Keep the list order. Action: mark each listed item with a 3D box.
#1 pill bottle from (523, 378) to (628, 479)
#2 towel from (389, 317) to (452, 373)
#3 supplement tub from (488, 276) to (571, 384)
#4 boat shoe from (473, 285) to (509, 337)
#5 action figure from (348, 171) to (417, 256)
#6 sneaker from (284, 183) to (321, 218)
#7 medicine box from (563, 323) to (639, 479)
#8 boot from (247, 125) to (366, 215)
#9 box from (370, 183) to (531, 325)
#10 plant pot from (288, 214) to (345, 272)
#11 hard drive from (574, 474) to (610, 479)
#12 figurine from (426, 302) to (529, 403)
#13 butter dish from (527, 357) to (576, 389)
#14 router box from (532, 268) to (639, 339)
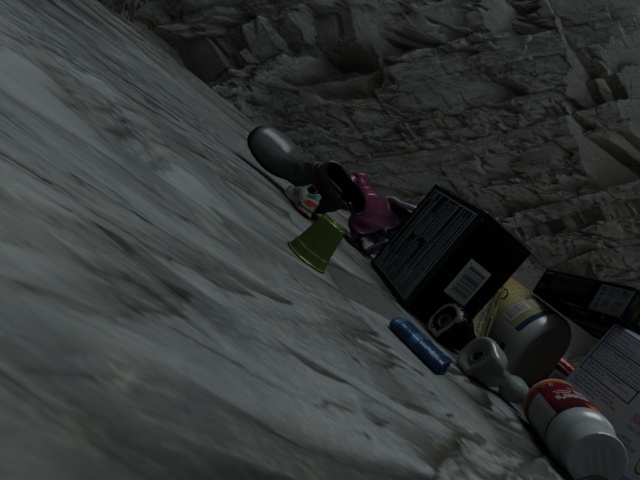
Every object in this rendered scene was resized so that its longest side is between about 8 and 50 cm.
[{"bbox_3d":[0.473,0.356,0.987,0.121,0.121,0.221,40,8,-1],"label":"pill bottle"},{"bbox_3d":[0.174,0.180,0.910,0.119,0.029,0.067,45,10,28],"label":"towel"},{"bbox_3d":[0.503,0.222,1.470,0.228,0.228,0.316,33,11,-39],"label":"supplement tub"},{"bbox_3d":[0.417,0.160,1.363,0.089,0.285,0.104,40,-23,-16],"label":"boat shoe"},{"bbox_3d":[0.140,-0.126,1.646,0.248,0.275,0.370,23,32,-46],"label":"action figure"},{"bbox_3d":[-0.041,-0.120,1.392,0.057,0.075,0.161,35,10,-31],"label":"sneaker"},{"bbox_3d":[0.671,0.378,1.163,0.263,0.289,0.149,35,8,-31],"label":"medicine box"},{"bbox_3d":[-0.028,-0.199,1.420,0.338,0.118,0.222,39,-15,-23],"label":"boot"},{"bbox_3d":[0.320,0.045,1.352,0.182,0.296,0.294,36,9,-21],"label":"box"},{"bbox_3d":[0.000,0.000,0.912,0.083,0.079,0.083,39,7,-6],"label":"plant pot"},{"bbox_3d":[0.451,0.422,0.762,0.254,0.054,0.172,32,11,-44],"label":"hard drive"},{"bbox_3d":[0.365,0.262,1.162,0.209,0.092,0.215,40,8,-30],"label":"figurine"},{"bbox_3d":[0.655,0.424,1.467,0.160,0.159,0.118,45,-14,36],"label":"butter dish"},{"bbox_3d":[0.714,0.185,1.284,0.242,0.081,0.309,34,-3,-14],"label":"router box"}]
